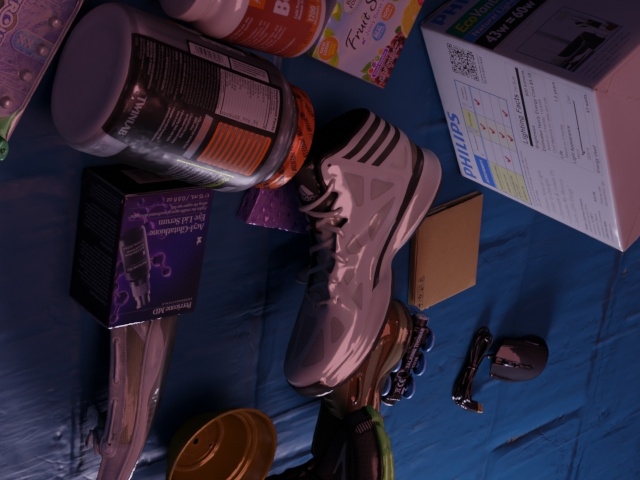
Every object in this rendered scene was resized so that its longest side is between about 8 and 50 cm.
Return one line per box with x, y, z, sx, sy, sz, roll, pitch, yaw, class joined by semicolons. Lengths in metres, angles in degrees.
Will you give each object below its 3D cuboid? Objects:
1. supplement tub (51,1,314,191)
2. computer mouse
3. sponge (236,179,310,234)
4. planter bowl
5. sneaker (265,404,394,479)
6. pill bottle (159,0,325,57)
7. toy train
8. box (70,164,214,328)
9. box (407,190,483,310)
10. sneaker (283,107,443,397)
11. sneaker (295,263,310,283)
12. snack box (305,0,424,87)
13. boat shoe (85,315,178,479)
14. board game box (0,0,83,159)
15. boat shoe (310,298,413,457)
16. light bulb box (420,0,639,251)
-0.173;-0.175;1.608;0.316;0.193;0.193;16;102;-41;supplement tub
0.382;0.281;2.529;0.262;0.060;0.184;13;104;-46;computer mouse
-0.028;-0.070;1.949;0.210;0.031;0.117;10;106;-46;sponge
-0.184;0.348;2.010;0.217;0.090;0.217;-23;129;-32;planter bowl
-0.036;0.469;2.091;0.202;0.185;0.482;16;122;-31;sneaker
-0.106;-0.323;1.655;0.216;0.121;0.121;6;110;-46;pill bottle
0.141;0.204;2.217;0.080;0.105;0.184;11;109;-28;toy train
-0.251;0.003;1.725;0.153;0.108;0.207;-11;121;-40;box
0.229;0.022;2.256;0.164;0.021;0.201;-22;127;-33;box
0.000;-0.001;1.885;0.257;0.169;0.447;34;73;-37;sneaker
0.016;0.030;2.044;0.152;0.054;0.061;-24;113;-35;sneaker
0.065;-0.353;1.838;0.174;0.070;0.207;17;101;-48;snack box
-0.294;0.237;1.839;0.118;0.103;0.320;-76;-178;-68;boat shoe
-0.447;-0.285;1.408;0.390;0.050;0.390;26;95;-48;board game box
0.045;0.241;2.155;0.120;0.122;0.324;13;105;-34;boat shoe
0.397;-0.231;2.007;0.225;0.361;0.358;-41;136;-20;light bulb box
